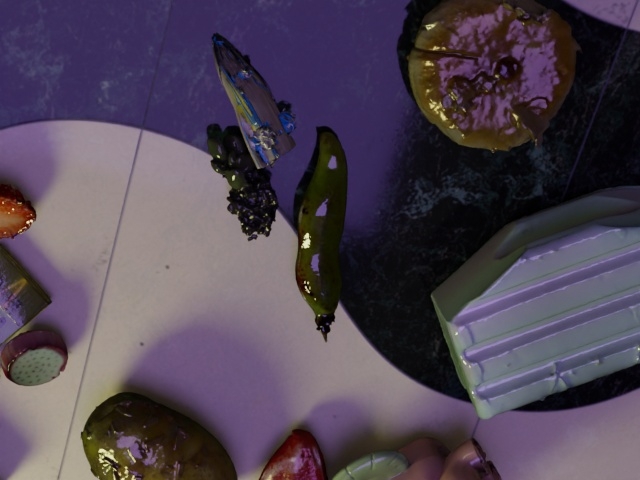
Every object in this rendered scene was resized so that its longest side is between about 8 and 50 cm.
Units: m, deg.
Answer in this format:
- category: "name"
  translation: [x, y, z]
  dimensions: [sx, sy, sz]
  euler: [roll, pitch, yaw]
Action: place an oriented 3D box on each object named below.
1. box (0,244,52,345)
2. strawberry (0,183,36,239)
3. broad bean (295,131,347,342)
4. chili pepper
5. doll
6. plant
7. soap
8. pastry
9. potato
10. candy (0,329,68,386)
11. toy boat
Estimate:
- category: "box"
  translation: [-0.522, 0.112, 1.638]
  dimensions: [0.193, 0.030, 0.121]
  euler: [-42, 111, -9]
- category: "strawberry"
  translation: [-0.539, -0.046, 1.589]
  dimensions: [0.208, 0.087, 0.167]
  euler: [9, 133, -37]
- category: "broad bean"
  translation: [0.000, 0.000, 1.669]
  dimensions: [0.077, 0.061, 0.338]
  euler: [-3, 112, -13]
- category: "chili pepper"
  translation: [-0.047, 0.436, 1.820]
  dimensions: [0.136, 0.144, 0.252]
  euler: [-19, 108, -45]
- category: "doll"
  translation: [0.168, 0.443, 1.779]
  dimensions: [0.268, 0.216, 0.284]
  euler: [-29, 119, 11]
- category: "plant"
  translation: [-0.114, -0.084, 1.618]
  dimensions: [0.085, 0.087, 0.174]
  euler: [-35, 112, -31]
- category: "soap"
  translation: [0.409, 0.078, 1.697]
  dimensions: [0.446, 0.156, 0.261]
  euler: [-20, 112, 2]
- category: "pastry"
  translation: [0.249, -0.250, 1.570]
  dimensions: [0.257, 0.121, 0.235]
  euler: [34, 104, -17]
- category: "potato"
  translation: [-0.253, 0.362, 1.737]
  dimensions: [0.298, 0.141, 0.176]
  euler: [41, 110, -19]
- category: "candy"
  translation: [-0.445, 0.183, 1.678]
  dimensions: [0.103, 0.043, 0.103]
  euler: [-16, 137, -15]
- category: "toy boat"
  translation: [-0.102, -0.206, 1.577]
  dimensions: [0.066, 0.084, 0.210]
  euler: [-20, 104, 41]
